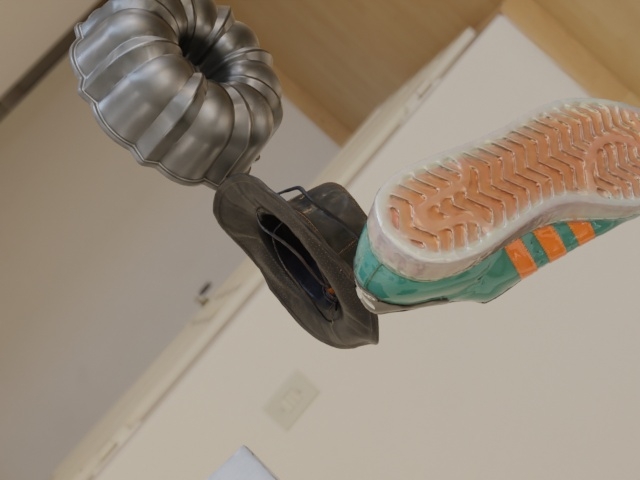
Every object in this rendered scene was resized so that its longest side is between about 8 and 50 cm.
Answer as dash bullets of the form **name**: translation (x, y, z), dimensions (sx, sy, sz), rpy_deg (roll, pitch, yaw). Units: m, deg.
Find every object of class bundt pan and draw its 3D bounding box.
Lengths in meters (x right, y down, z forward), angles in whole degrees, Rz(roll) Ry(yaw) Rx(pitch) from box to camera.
- **bundt pan**: translation (-0.185, -0.243, 1.378), dimensions (0.331, 0.331, 0.124), rpy_deg (43, 126, -10)

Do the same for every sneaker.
- **sneaker**: translation (0.153, -0.024, 0.753), dimensions (0.108, 0.302, 0.121), rpy_deg (63, 153, 21)

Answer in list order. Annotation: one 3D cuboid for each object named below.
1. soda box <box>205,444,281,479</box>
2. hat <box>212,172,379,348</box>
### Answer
- **soda box**: translation (-0.135, 0.339, 0.915), dimensions (0.098, 0.286, 0.091), rpy_deg (35, 163, 47)
- **hat**: translation (0.000, 0.000, 1.320), dimensions (0.331, 0.134, 0.331), rpy_deg (41, 159, 19)
